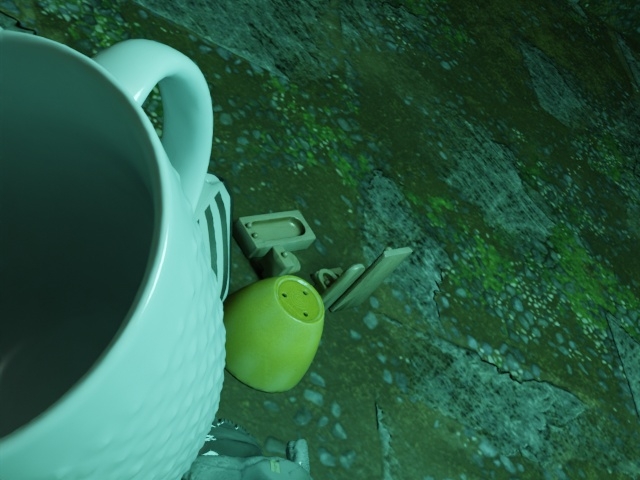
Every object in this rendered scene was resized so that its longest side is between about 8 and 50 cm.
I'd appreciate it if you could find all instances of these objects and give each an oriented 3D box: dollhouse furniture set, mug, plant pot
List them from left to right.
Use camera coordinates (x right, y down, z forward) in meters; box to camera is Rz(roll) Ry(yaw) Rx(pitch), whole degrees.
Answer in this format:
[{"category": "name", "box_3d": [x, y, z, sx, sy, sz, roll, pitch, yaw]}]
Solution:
[{"category": "mug", "box_3d": [-0.179, 0.029, 0.676, 0.276, 0.328, 0.374, 20, 67, 15]}, {"category": "plant pot", "box_3d": [-0.049, 0.096, 1.130, 0.134, 0.095, 0.134, 25, 40, -23]}, {"category": "dollhouse furniture set", "box_3d": [0.000, 0.000, 1.250, 0.144, 0.123, 0.151, -9, 60, -48]}]

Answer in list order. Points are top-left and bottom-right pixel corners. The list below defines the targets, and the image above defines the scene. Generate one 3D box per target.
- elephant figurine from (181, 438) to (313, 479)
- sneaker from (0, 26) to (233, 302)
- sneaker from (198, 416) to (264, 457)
[{"category": "elephant figurine", "box_3d": [-0.090, 0.308, 0.819, 0.186, 0.239, 0.169, 10, 17, -32]}, {"category": "sneaker", "box_3d": [-0.265, -0.077, 1.083, 0.447, 0.169, 0.257, 55, 28, 4]}, {"category": "sneaker", "box_3d": [-0.177, 0.233, 0.876, 0.286, 0.109, 0.130, 1, 58, -31]}]
